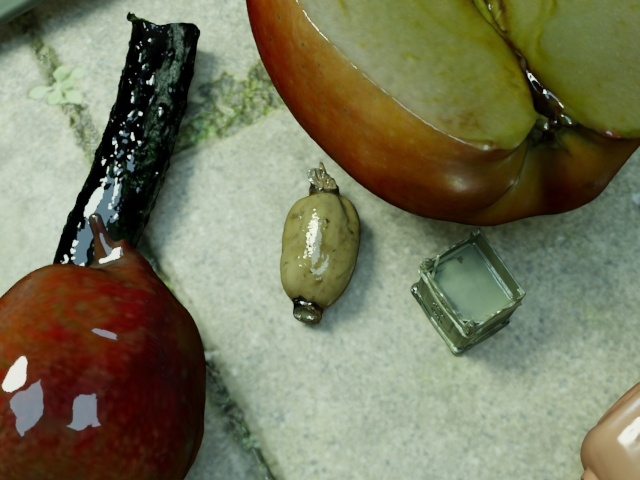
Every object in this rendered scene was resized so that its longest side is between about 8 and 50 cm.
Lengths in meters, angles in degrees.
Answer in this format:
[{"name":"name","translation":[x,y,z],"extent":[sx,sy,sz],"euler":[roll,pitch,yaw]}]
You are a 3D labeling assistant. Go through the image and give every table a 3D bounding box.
[{"name":"table","translation":[0.127,0.046,0.830],"extent":[0.062,0.083,0.079],"euler":[-30,73,-12]}]

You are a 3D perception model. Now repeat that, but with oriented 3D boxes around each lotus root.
[{"name":"lotus root","translation":[0.000,0.000,0.861],"extent":[0.072,0.063,0.152],"euler":[0,72,10]}]

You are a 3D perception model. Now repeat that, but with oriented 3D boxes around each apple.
[{"name":"apple","translation":[0.119,-0.190,0.820],"extent":[0.328,0.295,0.365],"euler":[-26,65,14]}]

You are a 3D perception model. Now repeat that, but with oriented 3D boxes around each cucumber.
[{"name":"cucumber","translation":[-0.177,-0.077,0.884],"extent":[0.081,0.072,0.304],"euler":[10,70,1]}]

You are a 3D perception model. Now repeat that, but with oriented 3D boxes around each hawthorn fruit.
[{"name":"hawthorn fruit","translation":[-0.186,0.101,0.744],"extent":[0.208,0.208,0.248],"euler":[11,78,4]}]

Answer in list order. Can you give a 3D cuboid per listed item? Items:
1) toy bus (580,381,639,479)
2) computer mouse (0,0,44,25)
[{"name":"toy bus","translation":[0.322,0.217,0.715],"extent":[0.232,0.194,0.288],"euler":[-27,72,-2]},{"name":"computer mouse","translation":[-0.337,-0.303,0.962],"extent":[0.331,0.095,0.197],"euler":[-31,71,-2]}]
